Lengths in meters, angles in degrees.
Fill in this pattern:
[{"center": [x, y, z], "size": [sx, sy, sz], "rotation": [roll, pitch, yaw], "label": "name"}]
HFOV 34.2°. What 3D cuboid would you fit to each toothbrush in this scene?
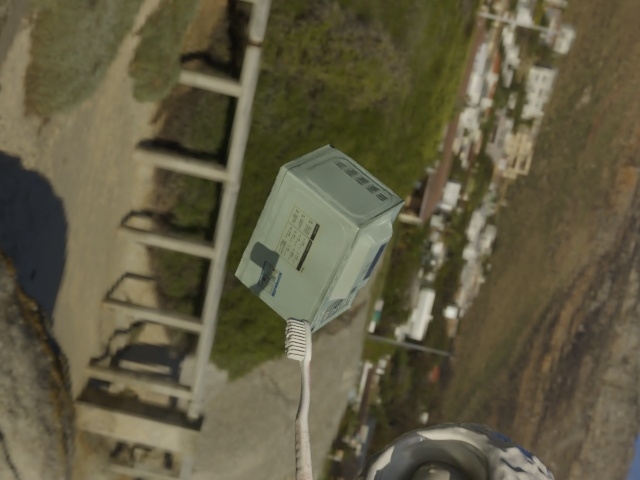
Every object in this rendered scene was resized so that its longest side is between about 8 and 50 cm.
[{"center": [-0.022, 0.221, 1.139], "size": [0.025, 0.029, 0.307], "rotation": [-40, -138, 45], "label": "toothbrush"}]

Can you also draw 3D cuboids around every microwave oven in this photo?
[{"center": [0.000, 0.000, 1.416], "size": [0.122, 0.162, 0.208], "rotation": [-30, 153, -48], "label": "microwave oven"}]

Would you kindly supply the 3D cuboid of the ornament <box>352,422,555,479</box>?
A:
[{"center": [0.185, 0.427, 1.416], "size": [0.337, 0.337, 0.337], "rotation": [-167, -90, -88], "label": "ornament"}]
